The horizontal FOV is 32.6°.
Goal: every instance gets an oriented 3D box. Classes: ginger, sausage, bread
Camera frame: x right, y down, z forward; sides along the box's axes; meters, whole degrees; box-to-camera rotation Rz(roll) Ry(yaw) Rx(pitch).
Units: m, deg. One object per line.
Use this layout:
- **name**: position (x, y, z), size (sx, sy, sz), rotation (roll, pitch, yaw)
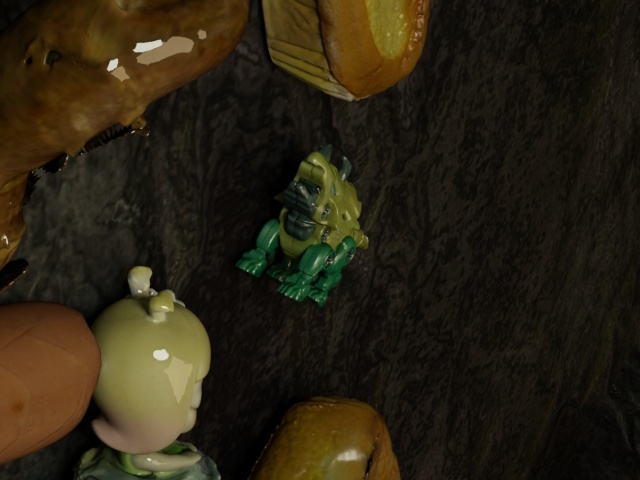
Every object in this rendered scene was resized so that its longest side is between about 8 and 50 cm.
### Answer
- **ginger**: position (-0.186, -0.081, 0.735), size (0.133, 0.107, 0.309), rotation (36, 120, -25)
- **sausage**: position (-0.284, 0.116, 0.791), size (0.304, 0.121, 0.121), rotation (-10, 119, -57)
- **bread**: position (-0.012, 0.374, 1.327), size (0.328, 0.147, 0.337), rotation (70, 36, -63)
- **bread**: position (0.024, -0.274, 0.995), size (0.152, 0.119, 0.288), rotation (-44, 143, -38)

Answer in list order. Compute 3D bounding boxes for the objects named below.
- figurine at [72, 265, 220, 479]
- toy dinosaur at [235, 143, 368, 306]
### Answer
- **figurine**: position (-0.183, 0.221, 0.998), size (0.274, 0.226, 0.394), rotation (-2, 109, -26)
- **toy dinosaur**: position (0.000, 0.000, 1.186), size (0.153, 0.094, 0.259), rotation (-57, 157, -7)
